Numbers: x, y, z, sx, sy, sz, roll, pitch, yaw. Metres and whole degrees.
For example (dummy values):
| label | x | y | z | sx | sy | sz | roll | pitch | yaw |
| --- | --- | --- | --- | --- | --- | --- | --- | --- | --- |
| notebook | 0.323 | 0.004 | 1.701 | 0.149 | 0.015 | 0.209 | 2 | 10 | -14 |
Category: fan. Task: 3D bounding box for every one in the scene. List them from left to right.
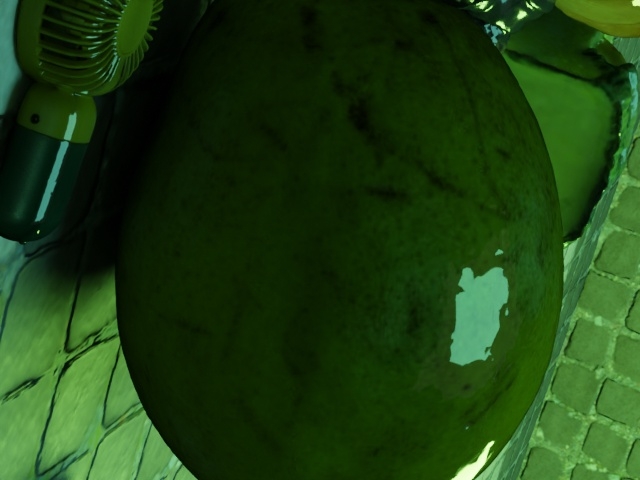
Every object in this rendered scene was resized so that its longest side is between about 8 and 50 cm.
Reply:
| label | x | y | z | sx | sy | sz | roll | pitch | yaw |
| --- | --- | --- | --- | --- | --- | --- | --- | --- | --- |
| fan | -0.112 | -0.071 | 0.865 | 0.082 | 0.039 | 0.155 | -13 | 124 | -73 |

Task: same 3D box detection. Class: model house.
| label | x | y | z | sx | sy | sz | roll | pitch | yaw |
| --- | --- | --- | --- | --- | --- | --- | --- | --- | --- |
| model house | 0.213 | -0.127 | 1.729 | 0.211 | 0.170 | 0.194 | -52 | 156 | -50 |

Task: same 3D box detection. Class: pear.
| label | x | y | z | sx | sy | sz | roll | pitch | yaw |
| --- | --- | --- | --- | --- | --- | --- | --- | --- | --- |
| pear | 0.011 | 0.006 | 1.029 | 0.253 | 0.253 | 0.307 | -27 | 129 | -69 |

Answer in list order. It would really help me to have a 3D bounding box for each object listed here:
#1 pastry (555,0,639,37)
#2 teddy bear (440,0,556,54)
| label | x | y | z | sx | sy | sz | roll | pitch | yaw |
| --- | --- | --- | --- | --- | --- | --- | --- | --- | --- |
| pastry | 0.304 | -0.355 | 1.544 | 0.409 | 0.245 | 0.409 | -53 | 157 | -33 |
| teddy bear | 0.123 | -0.207 | 1.355 | 0.182 | 0.129 | 0.251 | -9 | 119 | -71 |
